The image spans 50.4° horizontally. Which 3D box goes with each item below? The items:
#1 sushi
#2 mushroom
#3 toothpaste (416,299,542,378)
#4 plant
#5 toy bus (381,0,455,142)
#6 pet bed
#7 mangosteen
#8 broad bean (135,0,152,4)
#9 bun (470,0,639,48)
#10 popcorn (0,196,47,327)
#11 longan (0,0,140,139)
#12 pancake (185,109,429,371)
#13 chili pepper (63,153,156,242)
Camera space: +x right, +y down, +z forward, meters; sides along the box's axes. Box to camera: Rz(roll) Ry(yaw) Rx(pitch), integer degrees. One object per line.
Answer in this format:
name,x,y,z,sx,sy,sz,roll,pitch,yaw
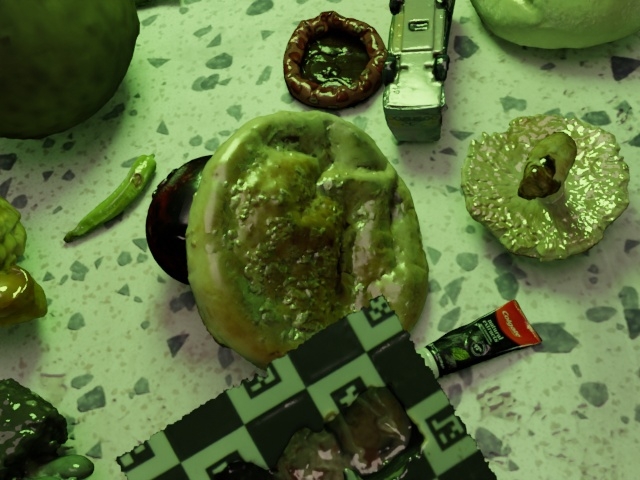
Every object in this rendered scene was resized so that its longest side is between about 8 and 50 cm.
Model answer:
sushi,-0.009,0.285,0.851,0.373,0.100,0.296,-32,87,-9
mushroom,0.332,-0.086,0.910,0.208,0.301,0.233,39,85,-10
toothpaste,0.203,0.142,0.932,0.193,0.045,0.071,-20,61,-10
plant,-0.356,0.304,0.859,0.146,0.149,0.274,-43,68,-15
toy bus,0.167,-0.311,1.128,0.112,0.138,0.317,3,63,15
pet bed,0.024,-0.315,1.194,0.201,0.053,0.201,-3,67,6
mangosteen,-0.151,-0.021,0.983,0.209,0.210,0.210,-3,62,6
broad bean,-0.420,-0.520,1.352,0.324,0.067,0.075,15,56,13
bun,0.426,-0.492,1.142,0.364,0.219,0.365,-4,58,6
popcorn,-0.549,0.033,0.994,0.332,0.225,0.265,18,47,6
longan,-0.492,-0.365,1.102,0.390,0.391,0.391,-3,62,6
pancake,-0.001,0.001,0.920,0.386,0.082,0.387,7,75,-30
chili pepper,-0.335,-0.068,1.115,0.049,0.043,0.208,38,73,10
